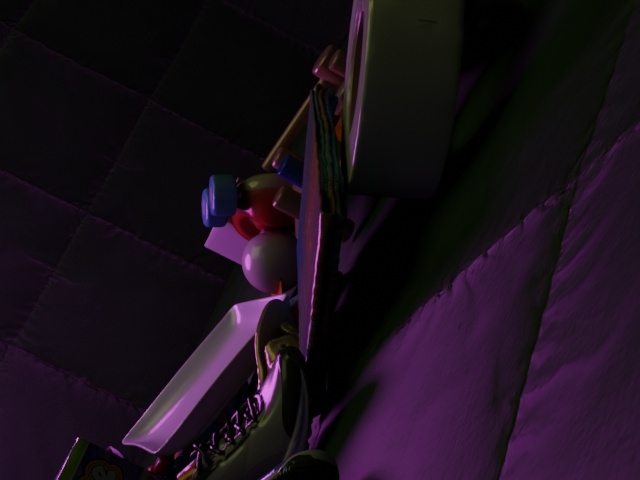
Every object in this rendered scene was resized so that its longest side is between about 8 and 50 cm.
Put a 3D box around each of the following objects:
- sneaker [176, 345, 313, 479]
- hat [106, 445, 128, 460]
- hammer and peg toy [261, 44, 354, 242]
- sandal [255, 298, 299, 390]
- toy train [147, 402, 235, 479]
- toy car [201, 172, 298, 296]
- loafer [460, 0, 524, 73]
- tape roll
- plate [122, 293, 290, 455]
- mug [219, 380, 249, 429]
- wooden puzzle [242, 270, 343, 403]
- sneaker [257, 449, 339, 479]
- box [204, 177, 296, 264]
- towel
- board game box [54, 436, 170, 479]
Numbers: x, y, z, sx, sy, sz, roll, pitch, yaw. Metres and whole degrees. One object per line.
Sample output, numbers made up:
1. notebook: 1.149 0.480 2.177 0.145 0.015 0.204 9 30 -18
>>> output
1. sneaker: -0.085 0.233 1.158 0.100 0.108 0.271 -114 46 -67
2. hat: -0.266 0.464 1.553 0.331 0.134 0.331 -168 90 -70
3. hammer and peg toy: 0.027 -0.159 1.671 0.266 0.127 0.361 -58 14 18
4. sandal: -0.036 0.169 1.351 0.079 0.088 0.240 -19 41 32
5. toy train: -0.205 0.339 1.670 0.248 0.105 0.143 -52 15 56
6. toy car: -0.087 0.011 1.897 0.210 0.219 0.237 144 124 -74
7. loafer: 0.180 -0.248 1.331 0.267 0.084 0.096 -170 76 -86
8. tape roll: 0.086 -0.189 1.213 0.286 0.100 0.286 -175 90 -87
9. plate: -0.158 0.198 1.543 0.277 0.045 0.278 -50 10 -18
10. mug: -0.173 0.265 1.758 0.129 0.097 0.158 -62 8 1
11. wooden puzzle: -0.056 0.159 1.548 0.238 0.044 0.221 -65 7 -17
12. sneaker: -0.046 0.252 1.008 0.211 0.080 0.081 -55 13 37
13. box: -0.118 -0.019 2.101 0.091 0.171 0.130 -55 11 44
14. towel: 0.000 0.000 1.305 0.370 0.040 0.271 -94 8 -62
15. board game box: -0.145 0.333 0.807 0.078 0.233 0.347 -59 9 30
